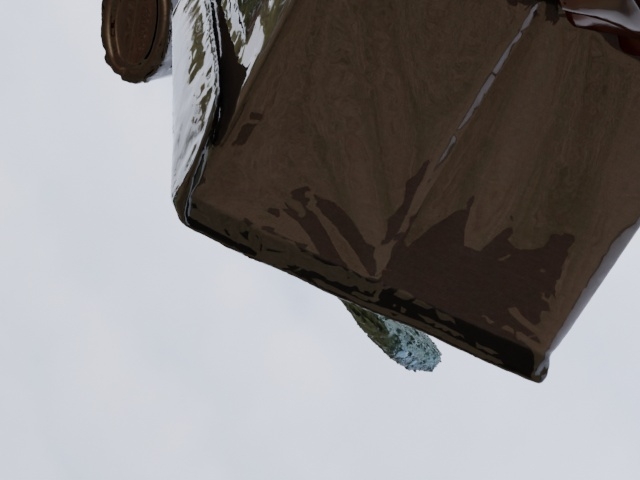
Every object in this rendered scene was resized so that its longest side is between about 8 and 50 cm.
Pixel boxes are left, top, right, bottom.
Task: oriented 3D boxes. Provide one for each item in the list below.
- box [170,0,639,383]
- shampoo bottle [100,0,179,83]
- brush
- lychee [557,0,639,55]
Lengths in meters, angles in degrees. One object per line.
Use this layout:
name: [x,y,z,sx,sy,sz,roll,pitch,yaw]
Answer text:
box: [0.042,-0.087,0.759,0.153,0.188,0.252,-60,-166,20]
shampoo bottle: [-0.090,-0.238,1.637,0.084,0.323,0.129,19,-66,25]
brush: [0.000,0.000,0.946,0.021,0.070,0.196,-44,-121,9]
lychee: [0.201,-0.236,0.468,0.424,0.425,0.500,18,-26,43]
